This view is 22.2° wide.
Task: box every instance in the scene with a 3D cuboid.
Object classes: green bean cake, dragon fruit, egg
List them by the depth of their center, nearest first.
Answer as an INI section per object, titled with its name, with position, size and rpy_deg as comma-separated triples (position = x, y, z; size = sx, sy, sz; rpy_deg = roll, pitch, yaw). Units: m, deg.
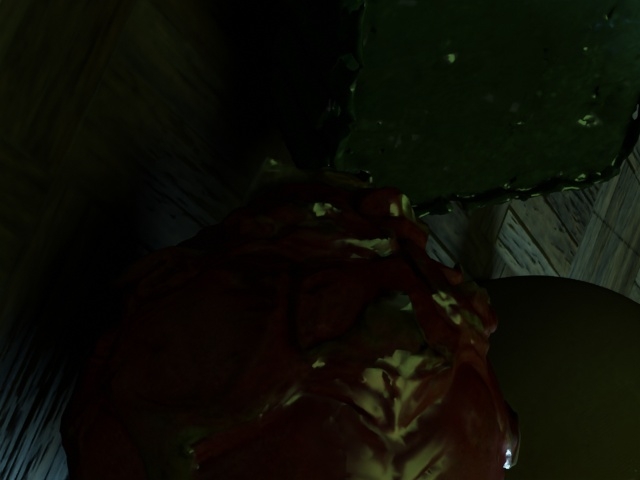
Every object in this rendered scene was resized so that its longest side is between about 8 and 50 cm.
[dragon fruit]
position = -0.019, 0.124, 0.955
size = 0.277, 0.277, 0.342
rpy_deg = -6, 104, -59
[green bean cake]
position = 0.096, -0.144, 1.028
size = 0.241, 0.132, 0.255
rpy_deg = -9, 134, -15
[egg]
position = 0.141, 0.184, 1.226
size = 0.374, 0.301, 0.301
rpy_deg = -25, 125, -40
